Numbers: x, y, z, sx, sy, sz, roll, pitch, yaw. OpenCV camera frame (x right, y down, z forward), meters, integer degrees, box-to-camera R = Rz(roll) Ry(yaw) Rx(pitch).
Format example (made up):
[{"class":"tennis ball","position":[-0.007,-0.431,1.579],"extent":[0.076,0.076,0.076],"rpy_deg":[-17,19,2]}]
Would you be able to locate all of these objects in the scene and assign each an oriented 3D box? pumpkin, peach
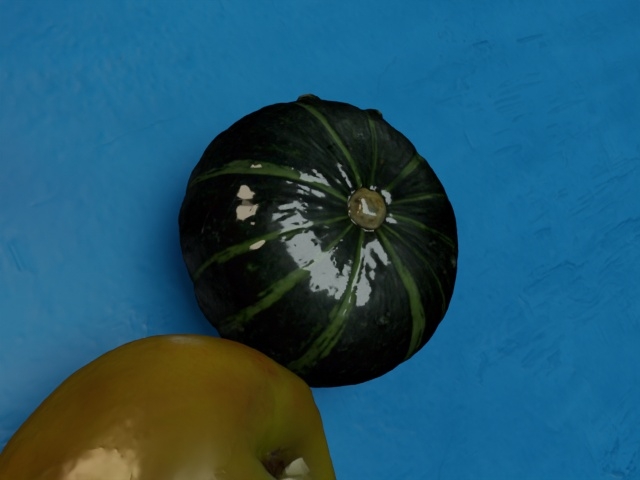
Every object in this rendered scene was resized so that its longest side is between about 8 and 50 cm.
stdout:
[{"class":"pumpkin","position":[0.000,0.000,0.753],"extent":[0.323,0.241,0.323],"rpy_deg":[11,69,-31]},{"class":"peach","position":[-0.146,0.232,0.582],"extent":[0.289,0.308,0.289],"rpy_deg":[58,16,-27]}]
